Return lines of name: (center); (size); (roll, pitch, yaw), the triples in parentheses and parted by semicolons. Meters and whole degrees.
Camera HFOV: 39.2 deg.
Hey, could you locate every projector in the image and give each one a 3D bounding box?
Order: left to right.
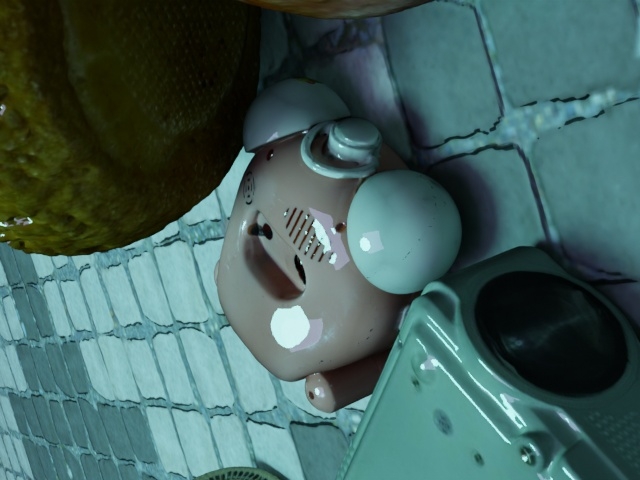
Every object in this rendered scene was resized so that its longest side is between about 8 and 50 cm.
projector: (0.122, 0.153, 0.423); (0.257, 0.099, 0.192); (50, 141, 30)

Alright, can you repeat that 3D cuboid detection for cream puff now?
cream puff: (-0.162, -0.138, 0.521); (0.212, 0.303, 0.303); (3, 112, 19)

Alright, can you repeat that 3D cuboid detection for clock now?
clock: (0.000, 0.000, 0.538); (0.166, 0.092, 0.162); (47, 137, 34)

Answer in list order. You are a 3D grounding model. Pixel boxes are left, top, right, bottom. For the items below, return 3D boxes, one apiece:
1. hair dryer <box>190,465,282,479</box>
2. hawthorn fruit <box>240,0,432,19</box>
hair dryer: (0.017, 0.313, 0.677); (0.357, 0.107, 0.173); (13, 119, 46)
hawthorn fruit: (-0.002, -0.190, 0.329); (0.234, 0.263, 0.231); (-8, 124, 31)
